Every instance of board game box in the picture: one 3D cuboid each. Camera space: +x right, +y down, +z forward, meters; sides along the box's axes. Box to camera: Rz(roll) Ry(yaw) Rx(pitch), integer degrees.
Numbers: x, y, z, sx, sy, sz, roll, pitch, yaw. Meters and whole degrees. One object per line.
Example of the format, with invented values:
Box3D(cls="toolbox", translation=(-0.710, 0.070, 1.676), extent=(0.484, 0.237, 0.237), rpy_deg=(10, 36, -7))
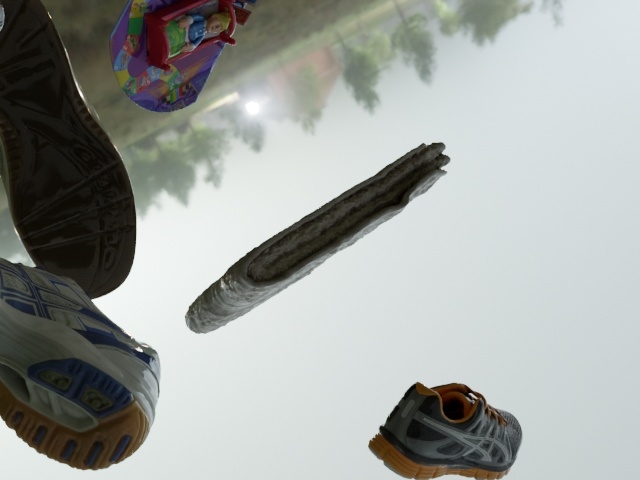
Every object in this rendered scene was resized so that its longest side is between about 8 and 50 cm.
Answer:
Box3D(cls="board game box", translation=(-0.105, -0.184, 0.866), extent=(0.168, 0.033, 0.133), rpy_deg=(-63, 151, -1))

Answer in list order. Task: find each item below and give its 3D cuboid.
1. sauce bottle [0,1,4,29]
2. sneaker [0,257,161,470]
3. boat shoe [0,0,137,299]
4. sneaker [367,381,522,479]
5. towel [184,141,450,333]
Box3D(cls="sauce bottle", translation=(-0.159, -0.075, 0.383), extent=(0.042, 0.042, 0.128), rpy_deg=(-24, -164, 22))
Box3D(cls="sneaker", translation=(-0.259, 0.063, 0.821), extent=(0.112, 0.296, 0.131), rpy_deg=(-46, -168, 19))
Box3D(cls="boat shoe", translation=(-0.246, -0.090, 0.923), extent=(0.109, 0.302, 0.098), rpy_deg=(-23, -155, -12))
Box3D(cls="sneaker", translation=(0.139, 0.180, 0.997), extent=(0.084, 0.083, 0.215), rpy_deg=(33, -164, 36))
Box3D(cls="towel", translation=(0.000, 0.000, 1.035), extent=(0.282, 0.049, 0.187), rpy_deg=(-33, 176, -31))
